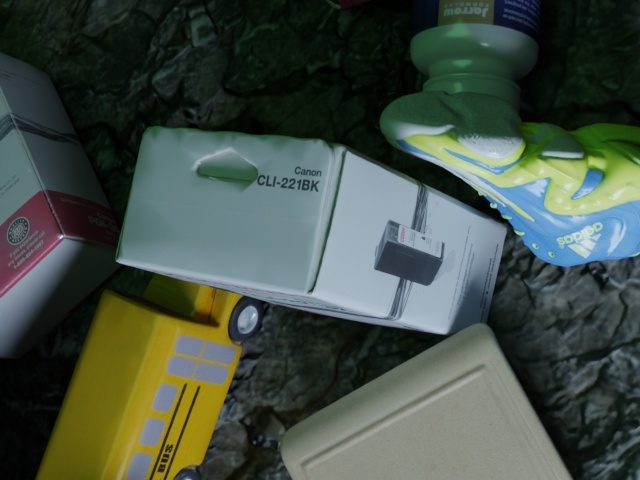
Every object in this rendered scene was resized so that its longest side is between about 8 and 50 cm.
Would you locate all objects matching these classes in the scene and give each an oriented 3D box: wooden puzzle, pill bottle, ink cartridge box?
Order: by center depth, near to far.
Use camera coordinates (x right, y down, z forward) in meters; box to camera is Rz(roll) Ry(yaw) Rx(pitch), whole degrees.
[{"bbox_3d":[0.102,0.218,0.958,0.221,0.044,0.238,-33,74,23],"label":"wooden puzzle"},{"bbox_3d":[0.000,0.000,0.959,0.197,0.273,0.114,8,83,35],"label":"ink cartridge box"},{"bbox_3d":[0.135,-0.193,1.018,0.112,0.112,0.186,-4,76,33],"label":"pill bottle"},{"bbox_3d":[-0.358,-0.043,1.305,0.207,0.117,0.283,-40,60,20],"label":"ink cartridge box"}]

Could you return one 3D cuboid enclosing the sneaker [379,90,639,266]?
[{"bbox_3d":[0.159,-0.039,0.937,0.240,0.091,0.126,14,124,12],"label":"sneaker"}]

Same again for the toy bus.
[{"bbox_3d":[-0.170,0.159,1.120,0.108,0.130,0.332,19,89,36],"label":"toy bus"}]

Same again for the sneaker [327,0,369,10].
[{"bbox_3d":[0.011,-0.364,1.145,0.121,0.112,0.299,-17,69,29],"label":"sneaker"}]
